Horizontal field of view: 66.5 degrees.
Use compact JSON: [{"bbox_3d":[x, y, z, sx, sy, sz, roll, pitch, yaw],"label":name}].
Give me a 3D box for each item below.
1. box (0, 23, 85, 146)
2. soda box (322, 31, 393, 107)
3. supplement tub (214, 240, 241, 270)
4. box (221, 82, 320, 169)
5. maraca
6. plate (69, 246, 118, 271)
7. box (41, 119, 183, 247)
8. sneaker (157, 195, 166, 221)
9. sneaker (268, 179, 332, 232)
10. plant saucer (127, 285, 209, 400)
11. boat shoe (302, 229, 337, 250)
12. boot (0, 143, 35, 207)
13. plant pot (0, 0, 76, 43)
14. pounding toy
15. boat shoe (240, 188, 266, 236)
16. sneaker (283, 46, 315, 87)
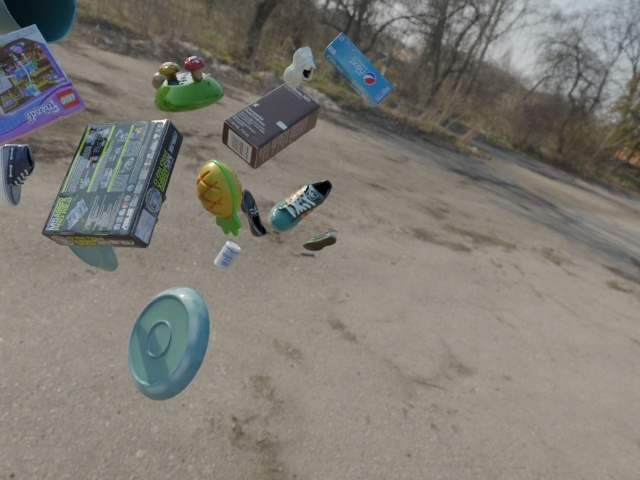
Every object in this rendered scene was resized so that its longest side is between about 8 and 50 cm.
[{"bbox_3d":[-0.719,-0.328,1.090,0.293,0.201,0.057,-34,16,-24],"label":"box"},{"bbox_3d":[0.105,-0.477,1.378,0.210,0.067,0.071,44,-1,-11],"label":"soda box"},{"bbox_3d":[-0.386,0.063,2.031,0.071,0.107,0.071,33,10,-7],"label":"supplement tub"},{"bbox_3d":[-0.196,-0.476,1.997,0.191,0.143,0.381,40,57,12],"label":"box"},{"bbox_3d":[-0.233,-0.099,1.152,0.099,0.185,0.127,-24,21,-35],"label":"maraca"},{"bbox_3d":[-0.583,0.011,1.210,0.188,0.188,0.024,27,49,14],"label":"plate"},{"bbox_3d":[-0.420,-0.119,1.001,0.216,0.270,0.060,0,-26,18],"label":"box"},{"bbox_3d":[-0.452,-0.140,1.302,0.083,0.221,0.087,4,-18,36],"label":"sneaker"},{"bbox_3d":[-0.068,-0.137,1.740,0.108,0.121,0.302,48,46,0],"label":"sneaker"},{"bbox_3d":[-0.433,0.274,1.346,0.317,0.317,0.044,40,5,39],"label":"plant saucer"},{"bbox_3d":[-0.001,-0.001,1.850,0.056,0.153,0.048,42,44,-30],"label":"boat shoe"},{"bbox_3d":[-0.896,-0.191,1.446,0.086,0.190,0.069,-1,15,-3],"label":"boot"},{"bbox_3d":[-0.826,-0.668,1.253,0.235,0.293,0.293,7,20,8],"label":"plant pot"},{"bbox_3d":[-0.359,-0.430,1.283,0.183,0.110,0.237,-17,38,-13],"label":"pounding toy"},{"bbox_3d":[-0.261,-0.109,1.923,0.065,0.206,0.075,6,31,43],"label":"boat shoe"},{"bbox_3d":[-0.055,-0.432,1.268,0.054,0.152,0.061,-21,83,-22],"label":"sneaker"}]
